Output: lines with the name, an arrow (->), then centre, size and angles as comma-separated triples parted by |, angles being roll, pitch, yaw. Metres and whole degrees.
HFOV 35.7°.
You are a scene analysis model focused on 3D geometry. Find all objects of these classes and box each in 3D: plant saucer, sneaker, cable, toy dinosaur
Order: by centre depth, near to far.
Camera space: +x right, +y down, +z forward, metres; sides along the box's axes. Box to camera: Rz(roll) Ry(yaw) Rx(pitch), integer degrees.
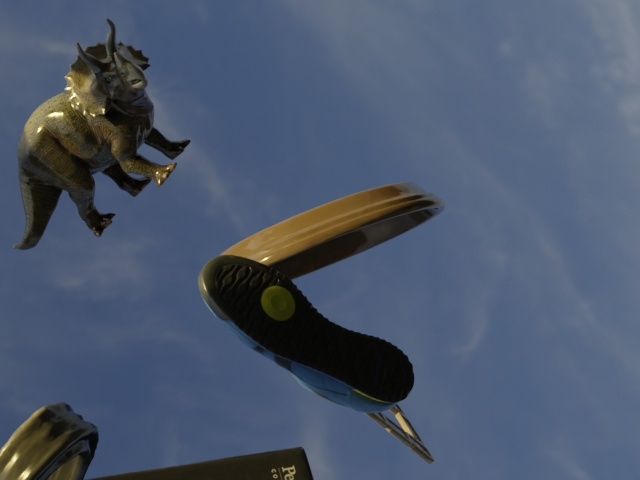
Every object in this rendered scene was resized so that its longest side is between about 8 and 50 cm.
cable -> -0.179, 0.173, 0.568 | 0.072, 0.287, 0.139 | 41, -116, 20
sneaker -> -0.022, 0.089, 0.850 | 0.209, 0.082, 0.069 | 32, -123, -15
toy dinosaur -> -0.247, -0.105, 1.062 | 0.160, 0.313, 0.121 | 45, -143, -17
plant saucer -> 0.000, 0.000, 1.074 | 0.278, 0.278, 0.041 | -16, -99, -39

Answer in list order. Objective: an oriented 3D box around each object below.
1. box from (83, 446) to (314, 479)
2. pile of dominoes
box -> -0.130, 0.375, 0.806 | 0.312, 0.179, 0.343 | -4, -129, -22
pile of dominoes -> 0.036, 0.195, 1.342 | 0.251, 0.040, 0.196 | 43, -172, -38
